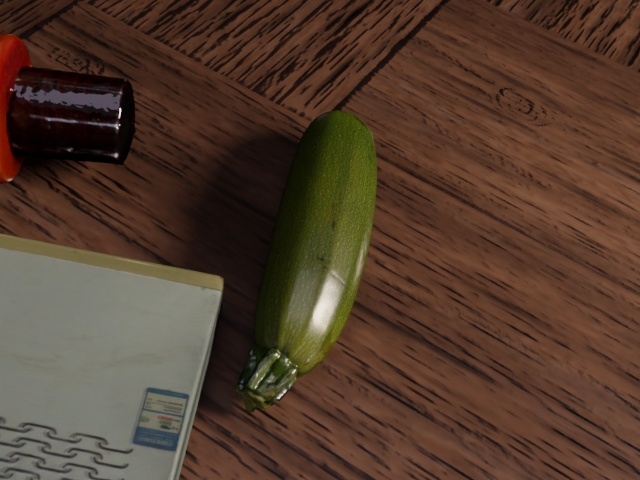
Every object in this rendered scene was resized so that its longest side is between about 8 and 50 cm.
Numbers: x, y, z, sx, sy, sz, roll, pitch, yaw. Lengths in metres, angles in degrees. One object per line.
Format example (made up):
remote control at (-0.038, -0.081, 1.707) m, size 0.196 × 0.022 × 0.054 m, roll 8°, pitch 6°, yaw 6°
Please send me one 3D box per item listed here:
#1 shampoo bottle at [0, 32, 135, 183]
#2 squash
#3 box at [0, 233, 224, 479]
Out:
shampoo bottle at (-0.268, -0.095, 0.631) m, size 0.278 × 0.104 × 0.104 m, roll 6°, pitch 50°, yaw -4°
squash at (0.000, 0.000, 0.621) m, size 0.066 × 0.066 × 0.252 m, roll 12°, pitch 51°, yaw 1°
box at (-0.205, 0.080, 0.534) m, size 0.270 × 0.045 × 0.211 m, roll 10°, pitch 50°, yaw -2°
